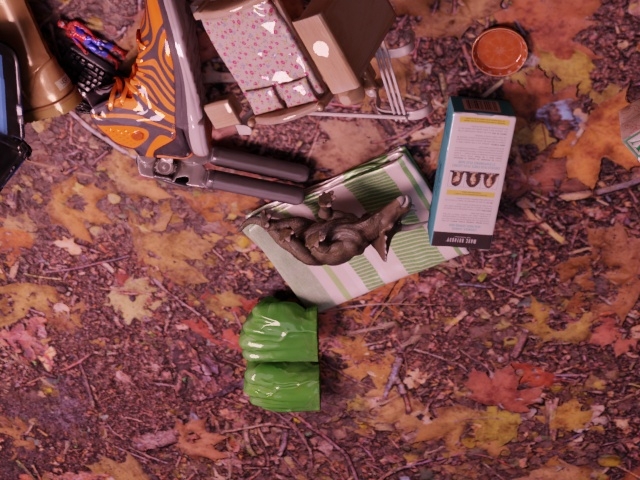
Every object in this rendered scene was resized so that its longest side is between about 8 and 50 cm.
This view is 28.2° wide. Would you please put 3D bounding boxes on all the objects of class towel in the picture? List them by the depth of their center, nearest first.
[{"bbox_3d":[0.060,-0.008,2.163,0.325,0.038,0.248,-23,123,24],"label":"towel"}]

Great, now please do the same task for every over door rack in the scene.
[{"bbox_3d":[-0.005,-0.292,1.914,0.324,0.108,0.239,-1,128,27],"label":"over door rack"}]

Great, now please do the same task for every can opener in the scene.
[{"bbox_3d":[-0.163,-0.115,2.101,0.284,0.076,0.095,12,174,-6],"label":"can opener"}]

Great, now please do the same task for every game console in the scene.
[{"bbox_3d":[-0.602,-0.194,1.952,0.293,0.250,0.173,24,159,29],"label":"game console"}]

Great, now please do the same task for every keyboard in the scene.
[{"bbox_3d":[-0.346,-0.230,2.053,0.180,0.023,0.108,32,126,-16],"label":"keyboard"}]

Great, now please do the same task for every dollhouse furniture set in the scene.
[{"bbox_3d":[-0.098,-0.279,1.771,0.356,0.173,0.303,-11,123,33],"label":"dollhouse furniture set"}]

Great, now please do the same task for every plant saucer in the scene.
[{"bbox_3d":[0.270,-0.286,1.925,0.084,0.013,0.083,4,129,5],"label":"plant saucer"}]

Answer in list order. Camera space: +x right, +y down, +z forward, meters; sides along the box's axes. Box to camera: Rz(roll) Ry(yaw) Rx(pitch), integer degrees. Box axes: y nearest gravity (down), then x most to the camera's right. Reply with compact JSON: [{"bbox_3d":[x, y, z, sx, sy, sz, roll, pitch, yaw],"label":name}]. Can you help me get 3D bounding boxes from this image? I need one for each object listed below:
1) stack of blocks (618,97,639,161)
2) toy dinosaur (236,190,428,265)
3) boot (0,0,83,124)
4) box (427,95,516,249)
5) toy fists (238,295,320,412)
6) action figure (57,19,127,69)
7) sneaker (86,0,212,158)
[{"bbox_3d":[0.585,-0.102,1.980,0.171,0.087,0.297,-32,118,29],"label":"stack of blocks"},{"bbox_3d":[0.000,0.000,2.072,0.314,0.121,0.160,-15,147,31],"label":"toy dinosaur"},{"bbox_3d":[-0.514,-0.307,1.981,0.236,0.089,0.269,-13,119,27],"label":"boot"},{"bbox_3d":[0.237,-0.104,2.020,0.101,0.060,0.244,4,122,-5],"label":"box"},{"bbox_3d":[-0.073,0.210,2.315,0.142,0.096,0.279,0,136,1],"label":"toy fists"},{"bbox_3d":[-0.358,-0.310,1.988,0.115,0.030,0.038,33,131,-15],"label":"action figure"},{"bbox_3d":[-0.275,-0.255,1.944,0.180,0.124,0.321,-4,124,4],"label":"sneaker"}]
